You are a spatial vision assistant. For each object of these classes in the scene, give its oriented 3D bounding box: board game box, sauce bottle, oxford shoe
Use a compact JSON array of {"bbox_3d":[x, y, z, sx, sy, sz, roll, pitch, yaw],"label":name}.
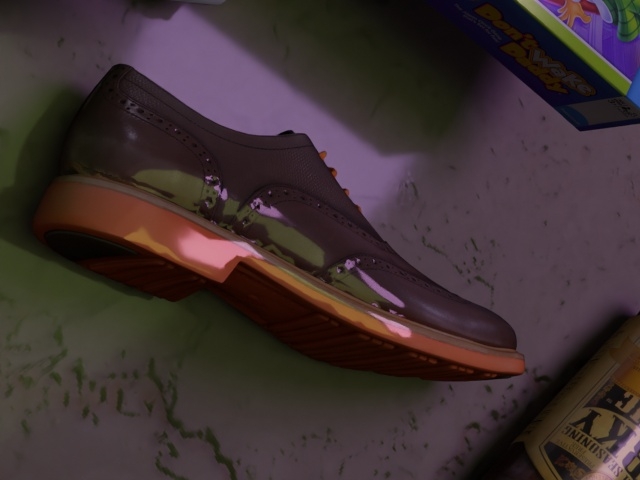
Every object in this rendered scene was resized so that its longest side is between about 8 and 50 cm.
[{"bbox_3d":[0.195,-0.285,0.872,0.233,0.078,0.347,34,74,-24],"label":"board game box"},{"bbox_3d":[0.192,0.184,0.952,0.344,0.111,0.111,-43,109,-23],"label":"sauce bottle"},{"bbox_3d":[0.000,0.000,0.838,0.364,0.130,0.132,25,69,-28],"label":"oxford shoe"}]

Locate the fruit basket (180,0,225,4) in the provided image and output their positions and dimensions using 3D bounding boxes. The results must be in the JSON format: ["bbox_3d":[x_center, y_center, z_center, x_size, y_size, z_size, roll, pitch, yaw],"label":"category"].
[{"bbox_3d":[-0.196,-0.291,0.646,0.353,0.165,0.327,7,123,-8],"label":"fruit basket"}]
